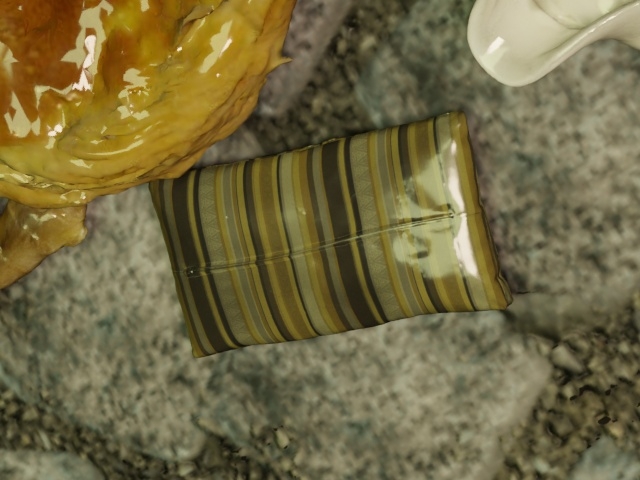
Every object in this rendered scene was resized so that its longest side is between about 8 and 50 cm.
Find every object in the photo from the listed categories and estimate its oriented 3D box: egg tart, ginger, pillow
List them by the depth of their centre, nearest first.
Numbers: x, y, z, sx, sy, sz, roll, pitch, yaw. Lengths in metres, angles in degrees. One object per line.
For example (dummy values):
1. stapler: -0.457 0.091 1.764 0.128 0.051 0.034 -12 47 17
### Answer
1. egg tart: -0.166 -0.187 1.037 0.352 0.150 0.352 7 118 13
2. pillow: 0.000 0.000 1.071 0.203 0.038 0.113 -12 96 27
3. ginger: -0.216 -0.002 1.161 0.165 0.067 0.096 -35 85 14

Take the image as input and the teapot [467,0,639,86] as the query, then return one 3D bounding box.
1. teapot: 0.187 -0.192 0.888 0.204 0.139 0.298 42 115 14
